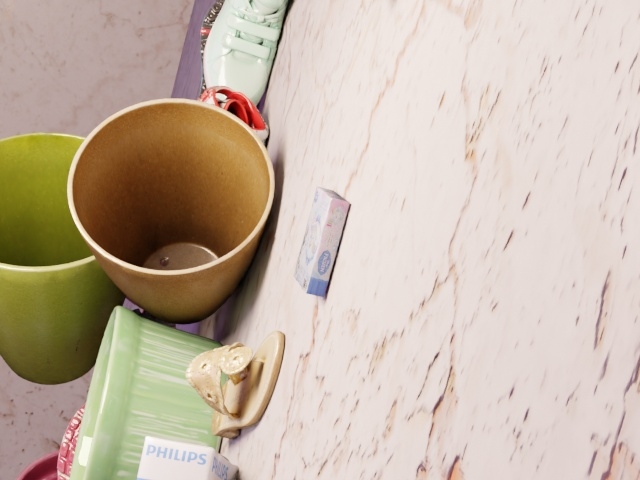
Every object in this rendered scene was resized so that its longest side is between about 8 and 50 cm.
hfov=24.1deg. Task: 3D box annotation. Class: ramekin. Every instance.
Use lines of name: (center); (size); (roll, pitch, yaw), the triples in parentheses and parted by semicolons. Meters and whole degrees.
ramekin: (-0.214, 0.243, 1.846); (0.303, 0.148, 0.303); (-167, 90, -80)

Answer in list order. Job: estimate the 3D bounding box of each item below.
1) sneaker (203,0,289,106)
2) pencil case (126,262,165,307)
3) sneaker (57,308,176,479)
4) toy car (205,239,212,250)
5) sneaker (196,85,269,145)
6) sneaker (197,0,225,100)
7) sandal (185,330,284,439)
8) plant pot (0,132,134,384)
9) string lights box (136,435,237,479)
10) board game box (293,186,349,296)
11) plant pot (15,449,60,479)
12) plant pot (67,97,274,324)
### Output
sneaker: (-0.091, -0.298, 2.020); (0.151, 0.094, 0.256); (161, 120, -74)
pencil case: (-0.244, -0.035, 2.314); (0.386, 0.160, 0.167); (-102, 26, -68)
sneaker: (-0.266, 0.245, 2.081); (0.112, 0.121, 0.299); (92, -162, -58)
toy car: (-0.139, -0.009, 2.026); (0.040, 0.060, 0.122); (-44, 20, 0)
sneaker: (-0.163, -0.154, 2.024); (0.270, 0.090, 0.145); (42, 120, 43)
sneaker: (-0.136, -0.243, 2.161); (0.125, 0.104, 0.262); (-145, 69, -81)
sandal: (-0.106, 0.154, 1.585); (0.240, 0.079, 0.088); (125, 156, -63)
plant pot: (-0.374, 0.052, 2.051); (0.275, 0.275, 0.293); (-89, 3, -48)
string lights box: (-0.152, 0.339, 1.509); (0.133, 0.077, 0.260); (65, -146, -71)
board game box: (0.000, 0.000, 1.385); (0.090, 0.020, 0.090); (-132, 55, -77)
plant pot: (-0.393, 0.468, 2.435); (0.201, 0.201, 0.180); (-88, -1, -47)
plant pot: (-0.173, -0.003, 1.829); (0.254, 0.237, 0.237); (91, -175, -60)
